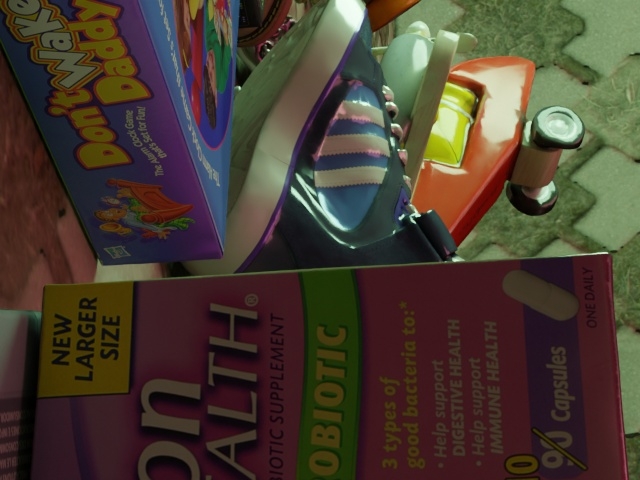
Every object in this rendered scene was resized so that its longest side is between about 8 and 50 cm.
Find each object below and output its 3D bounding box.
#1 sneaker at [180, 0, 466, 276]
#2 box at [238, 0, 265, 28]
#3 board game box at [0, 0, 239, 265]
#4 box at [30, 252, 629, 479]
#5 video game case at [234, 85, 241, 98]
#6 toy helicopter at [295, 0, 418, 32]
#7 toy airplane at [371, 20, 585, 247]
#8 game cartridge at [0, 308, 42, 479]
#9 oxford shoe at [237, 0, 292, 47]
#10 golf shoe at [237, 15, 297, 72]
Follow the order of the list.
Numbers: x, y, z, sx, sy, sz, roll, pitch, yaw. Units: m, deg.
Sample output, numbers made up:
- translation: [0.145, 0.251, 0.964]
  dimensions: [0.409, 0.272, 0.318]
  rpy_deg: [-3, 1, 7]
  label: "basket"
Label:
- translation: [0.037, -0.025, 1.380]
  dimensions: [0.236, 0.130, 0.322]
  rpy_deg: [37, 45, -17]
  label: "sneaker"
- translation: [-0.082, -0.181, 1.231]
  dimensions: [0.062, 0.083, 0.052]
  rpy_deg: [-87, 170, -47]
  label: "box"
- translation: [-0.116, -0.178, 0.984]
  dimensions: [0.347, 0.078, 0.233]
  rpy_deg: [76, 13, -55]
  label: "board game box"
- translation: [0.008, 0.129, 0.744]
  dimensions: [0.117, 0.243, 0.213]
  rpy_deg: [71, 17, -63]
  label: "box"
- translation: [0.000, 0.000, 1.555]
  dimensions: [0.285, 0.025, 0.204]
  rpy_deg: [62, 6, 1]
  label: "video game case"
- translation: [0.067, -0.335, 2.045]
  dimensions: [0.140, 0.235, 0.355]
  rpy_deg: [57, 28, -2]
  label: "toy helicopter"
- translation: [0.080, -0.053, 1.949]
  dimensions: [0.386, 0.272, 0.384]
  rpy_deg: [-59, 166, 11]
  label: "toy airplane"
- translation: [-0.150, 0.122, 0.672]
  dimensions: [0.297, 0.062, 0.198]
  rpy_deg: [26, 65, -82]
  label: "game cartridge"
- translation: [-0.087, -0.311, 1.287]
  dimensions: [0.130, 0.123, 0.348]
  rpy_deg: [-16, 105, -56]
  label: "oxford shoe"
- translation: [-0.037, -0.157, 1.649]
  dimensions: [0.186, 0.086, 0.067]
  rpy_deg: [31, 67, -55]
  label: "golf shoe"
